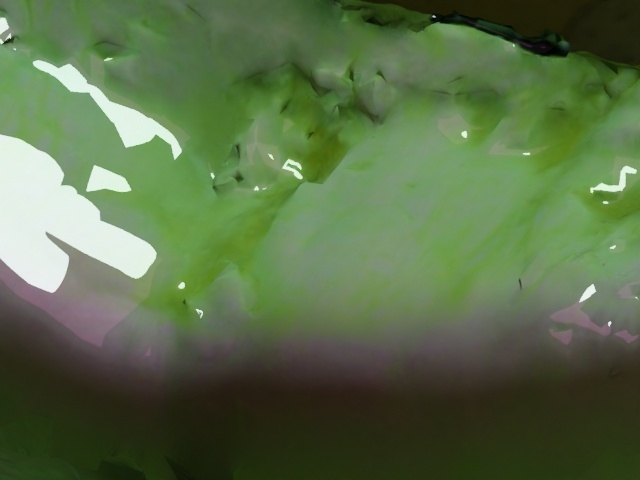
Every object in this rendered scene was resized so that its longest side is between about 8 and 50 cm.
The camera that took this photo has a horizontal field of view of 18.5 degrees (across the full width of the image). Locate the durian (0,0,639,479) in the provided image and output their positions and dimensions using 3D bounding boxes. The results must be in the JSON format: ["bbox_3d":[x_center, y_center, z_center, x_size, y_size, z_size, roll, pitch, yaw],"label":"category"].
[{"bbox_3d":[0.001,0.007,0.467,0.356,0.157,0.169,7,131,-21],"label":"durian"}]
